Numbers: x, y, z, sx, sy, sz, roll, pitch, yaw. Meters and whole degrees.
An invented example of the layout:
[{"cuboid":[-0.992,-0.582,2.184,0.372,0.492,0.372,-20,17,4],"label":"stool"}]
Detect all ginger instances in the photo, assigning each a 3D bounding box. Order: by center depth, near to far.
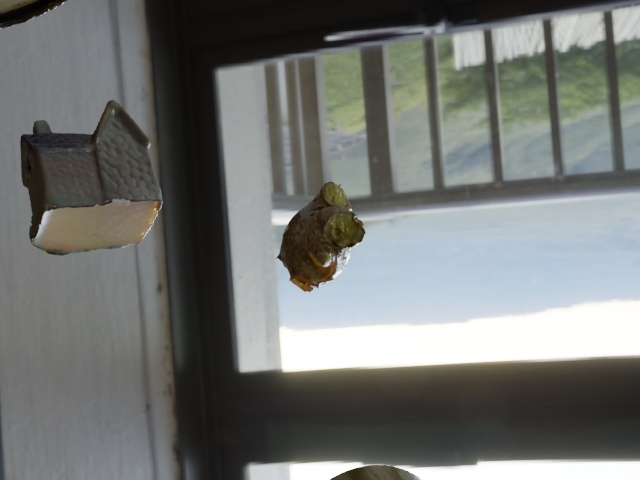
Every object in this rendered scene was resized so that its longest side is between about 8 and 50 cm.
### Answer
[{"cuboid":[0.000,0.000,1.411,0.102,0.157,0.216,36,-167,-17],"label":"ginger"}]

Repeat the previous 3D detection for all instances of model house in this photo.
[{"cuboid":[-0.198,-0.052,0.774,0.100,0.100,0.088,-7,155,-32],"label":"model house"}]

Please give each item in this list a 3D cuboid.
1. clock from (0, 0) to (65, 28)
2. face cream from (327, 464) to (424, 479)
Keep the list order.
[{"cuboid":[-0.347,-0.275,1.018,0.184,0.040,0.184,-22,-178,1],"label":"clock"},{"cuboid":[0.081,0.382,1.039,0.218,0.218,0.179,-4,-172,-16],"label":"face cream"}]
